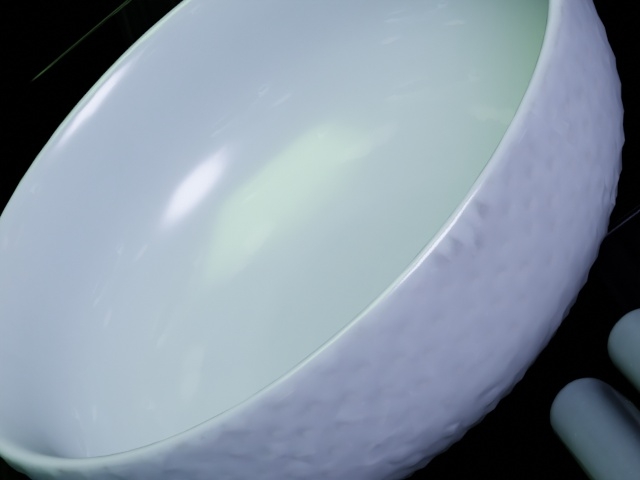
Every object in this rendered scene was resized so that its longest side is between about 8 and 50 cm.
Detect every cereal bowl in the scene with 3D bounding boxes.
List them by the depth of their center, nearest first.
[{"bbox_3d":[0.000,0.000,0.754,0.339,0.141,0.339,-29,35,23],"label":"cereal bowl"}]

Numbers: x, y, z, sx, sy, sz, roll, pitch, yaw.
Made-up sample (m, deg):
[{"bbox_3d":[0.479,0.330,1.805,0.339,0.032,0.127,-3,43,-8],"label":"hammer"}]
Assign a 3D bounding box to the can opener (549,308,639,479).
[{"bbox_3d":[0.145,0.101,0.518,0.074,0.093,0.280,-50,24,10],"label":"can opener"}]
